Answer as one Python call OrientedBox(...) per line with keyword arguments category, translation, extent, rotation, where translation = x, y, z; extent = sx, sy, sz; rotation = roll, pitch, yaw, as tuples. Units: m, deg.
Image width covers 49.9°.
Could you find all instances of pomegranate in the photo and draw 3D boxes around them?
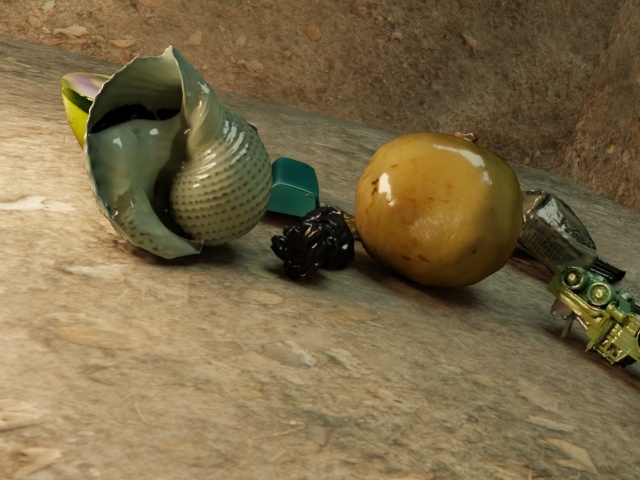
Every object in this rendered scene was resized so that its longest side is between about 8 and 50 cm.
OrientedBox(category="pomegranate", translation=(0.232, -0.066, 1.343), extent=(0.332, 0.333, 0.332), rotation=(17, 17, -5))

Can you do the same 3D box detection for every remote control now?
OrientedBox(category="remote control", translation=(0.720, 0.161, 1.566), extent=(0.103, 0.056, 0.277), rotation=(25, 18, 24))

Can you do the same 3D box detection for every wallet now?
OrientedBox(category="wallet", translation=(0.700, 0.032, 1.957), extent=(0.317, 0.044, 0.169), rotation=(30, 13, 28))

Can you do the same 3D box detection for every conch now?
OrientedBox(category="conch", translation=(-0.242, -0.126, 1.118), extent=(0.303, 0.319, 0.215), rotation=(-27, 9, -29))

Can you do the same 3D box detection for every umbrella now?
OrientedBox(category="umbrella", translation=(0.001, 0.001, 1.252), extent=(0.122, 0.110, 0.272), rotation=(21, 13, 10))

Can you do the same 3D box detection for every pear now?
OrientedBox(category="pear", translation=(-0.335, -0.198, 1.397), extent=(0.398, 0.165, 0.399), rotation=(17, 17, -5))

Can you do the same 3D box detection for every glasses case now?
OrientedBox(category="glasses case", translation=(-0.059, -0.123, 1.528), extent=(0.117, 0.070, 0.301), rotation=(11, 15, -7))

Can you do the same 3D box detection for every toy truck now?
OrientedBox(category="toy truck", translation=(0.533, 0.159, 1.258), extent=(0.128, 0.135, 0.259), rotation=(17, 17, -44))

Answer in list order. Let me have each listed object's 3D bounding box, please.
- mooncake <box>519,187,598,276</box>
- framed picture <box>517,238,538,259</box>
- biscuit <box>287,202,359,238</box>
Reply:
OrientedBox(category="mooncake", translation=(0.589, -0.022, 1.736), extent=(0.254, 0.136, 0.250), rotation=(49, 18, 6))
OrientedBox(category="framed picture", translation=(0.495, -0.037, 1.844), extent=(0.252, 0.014, 0.197), rotation=(39, 10, -21))
OrientedBox(category="biscuit", translation=(0.006, -0.051, 1.526), extent=(0.228, 0.031, 0.176), rotation=(12, 17, -22))
